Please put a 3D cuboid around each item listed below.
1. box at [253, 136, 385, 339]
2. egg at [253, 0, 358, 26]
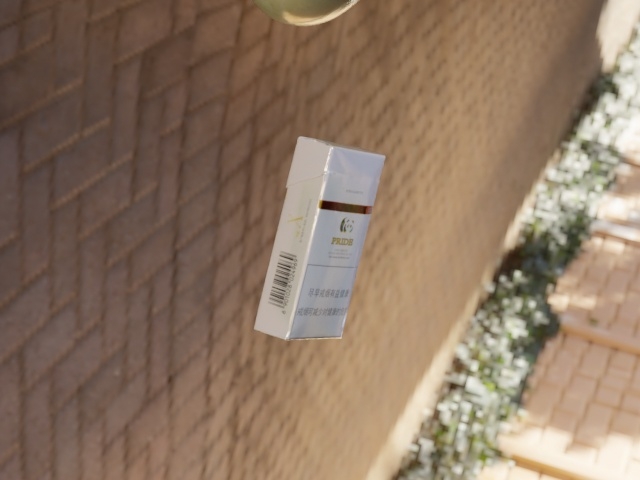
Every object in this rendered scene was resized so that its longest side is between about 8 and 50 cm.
[{"bbox_3d":[0.000,0.000,1.090,0.084,0.040,0.154,5,99,-56],"label":"box"},{"bbox_3d":[-0.001,-0.243,1.117,0.152,0.114,0.114,-57,168,19],"label":"egg"}]
